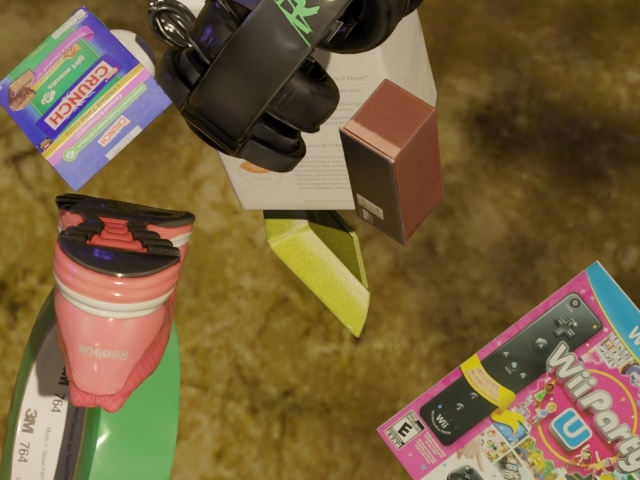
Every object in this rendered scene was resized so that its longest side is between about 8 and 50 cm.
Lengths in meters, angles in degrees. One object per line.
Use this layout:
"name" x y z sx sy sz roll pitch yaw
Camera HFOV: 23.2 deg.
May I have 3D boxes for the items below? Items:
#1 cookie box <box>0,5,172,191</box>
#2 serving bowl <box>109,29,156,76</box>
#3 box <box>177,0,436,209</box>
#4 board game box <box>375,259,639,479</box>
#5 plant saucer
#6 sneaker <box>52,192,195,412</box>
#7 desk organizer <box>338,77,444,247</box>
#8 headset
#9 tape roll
"cookie box" -0.164 -0.098 1.063 0.092 0.040 0.107 -43 45 -3
"serving bowl" -0.218 -0.192 1.662 0.083 0.027 0.083 1 65 -2
"box" -0.013 -0.196 1.654 0.214 0.345 0.168 0 56 14
"board game box" 0.247 0.203 1.675 0.303 0.097 0.224 -37 70 -3
"plant saucer" 0.000 0.000 1.939 0.188 0.045 0.188 47 18 -30
"sneaker" -0.170 0.046 1.242 0.115 0.136 0.314 10 11 -3
"desk organizer" 0.052 -0.053 1.084 0.047 0.130 0.050 34 73 21
"headset" -0.041 -0.177 1.171 0.185 0.394 0.243 38 77 -3
"tape roll" -0.228 0.189 1.496 0.077 0.321 0.321 13 36 -24
